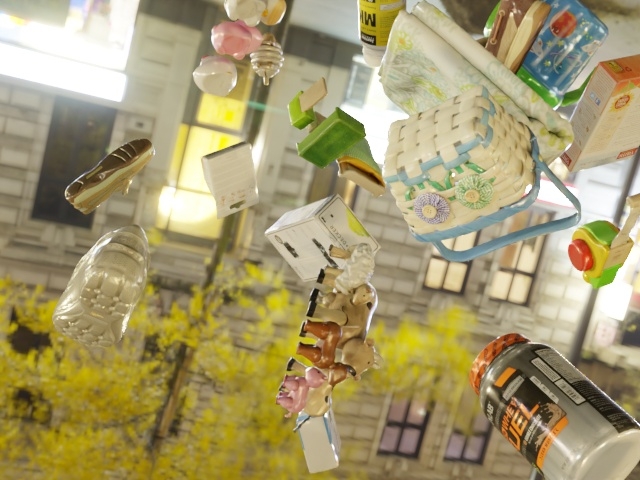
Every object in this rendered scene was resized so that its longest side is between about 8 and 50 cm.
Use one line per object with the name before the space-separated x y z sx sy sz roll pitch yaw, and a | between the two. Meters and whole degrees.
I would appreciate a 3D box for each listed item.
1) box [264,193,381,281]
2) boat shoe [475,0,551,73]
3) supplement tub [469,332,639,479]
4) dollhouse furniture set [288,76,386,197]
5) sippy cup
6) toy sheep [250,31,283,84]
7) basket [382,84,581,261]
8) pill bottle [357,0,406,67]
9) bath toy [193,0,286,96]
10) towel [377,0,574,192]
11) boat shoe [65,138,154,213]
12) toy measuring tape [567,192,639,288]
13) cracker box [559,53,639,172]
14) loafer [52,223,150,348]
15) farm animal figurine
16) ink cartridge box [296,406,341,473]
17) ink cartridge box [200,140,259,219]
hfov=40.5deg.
box | 0.000 0.000 2.073 0.169 0.087 0.290 50 155 -11
boat shoe | 0.376 -0.400 1.906 0.123 0.342 0.123 33 -128 9
supplement tub | 0.469 0.351 1.772 0.207 0.207 0.338 8 -155 -38
dollhouse furniture set | 0.085 -0.265 2.198 0.302 0.151 0.197 27 -142 -37
sippy cup | 0.550 -0.467 2.064 0.240 0.224 0.305 52 -158 21
toy sheep | -0.134 -0.454 2.165 0.091 0.132 0.091 8 177 0
basket | 0.243 -0.083 1.390 0.255 0.201 0.289 -23 133 33
pill bottle | 0.151 -0.536 2.108 0.119 0.208 0.119 -3 -143 2
bath toy | -0.191 -0.502 2.062 0.151 0.348 0.129 14 -144 -29
towel | 0.265 -0.246 1.605 0.374 0.090 0.320 42 170 6
boat shoe | -0.384 -0.118 1.634 0.072 0.190 0.068 53 -173 -39
toy measuring tape | 0.565 -0.019 1.725 0.121 0.121 0.330 16 148 13
cracker box | 0.558 -0.241 1.640 0.156 0.232 0.067 -14 -126 -22
loafer | -0.319 0.076 1.288 0.112 0.111 0.319 28 148 -16
farm animal figurine | 0.041 0.206 1.749 0.172 0.326 0.330 18 152 -2
ink cartridge box | -0.003 0.505 2.274 0.082 0.139 0.190 -15 -176 6
ink cartridge box | -0.244 -0.166 2.364 0.145 0.179 0.045 -25 -145 -32
